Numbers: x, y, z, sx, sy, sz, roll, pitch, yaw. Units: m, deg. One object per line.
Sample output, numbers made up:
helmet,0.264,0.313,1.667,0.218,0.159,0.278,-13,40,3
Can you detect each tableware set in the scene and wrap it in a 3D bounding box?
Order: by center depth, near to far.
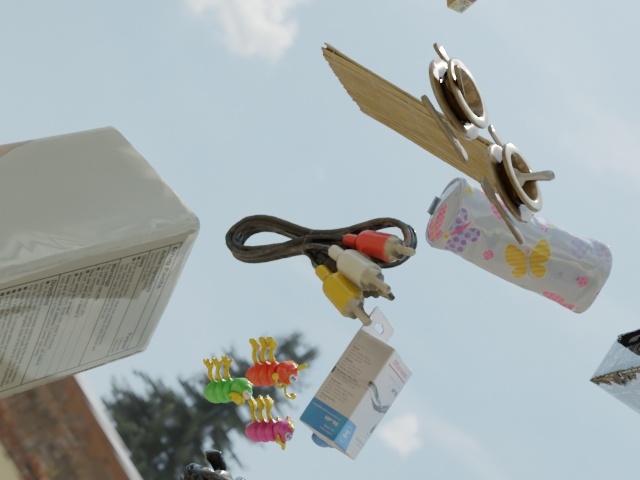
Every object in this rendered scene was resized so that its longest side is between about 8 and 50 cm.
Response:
tableware set,0.170,-0.102,1.293,0.039,0.128,0.194,-26,-65,25

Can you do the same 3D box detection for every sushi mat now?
sushi mat,0.133,-0.142,1.656,0.316,0.019,0.151,36,-8,35

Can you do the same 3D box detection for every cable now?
cable,0.000,0.000,1.574,0.287,0.139,0.072,26,-15,39

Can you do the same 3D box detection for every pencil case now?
pencil case,0.290,0.005,1.927,0.273,0.113,0.124,23,19,-14

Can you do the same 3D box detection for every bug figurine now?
bug figurine,-0.062,0.259,2.061,0.216,0.072,0.279,-9,-42,35

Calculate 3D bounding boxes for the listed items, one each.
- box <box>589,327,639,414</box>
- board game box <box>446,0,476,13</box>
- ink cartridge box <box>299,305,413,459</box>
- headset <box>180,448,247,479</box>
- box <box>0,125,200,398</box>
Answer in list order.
box,0.467,0.196,1.563,0.242,0.076,0.307,34,-8,5
board game box,0.204,-0.394,1.762,0.103,0.026,0.154,-36,-133,45
ink cartridge box,0.058,0.187,1.729,0.060,0.180,0.104,30,-10,27
headset,-0.224,0.345,1.246,0.243,0.394,0.185,56,1,29
box,-0.250,0.030,0.906,0.121,0.311,0.148,47,-51,25
